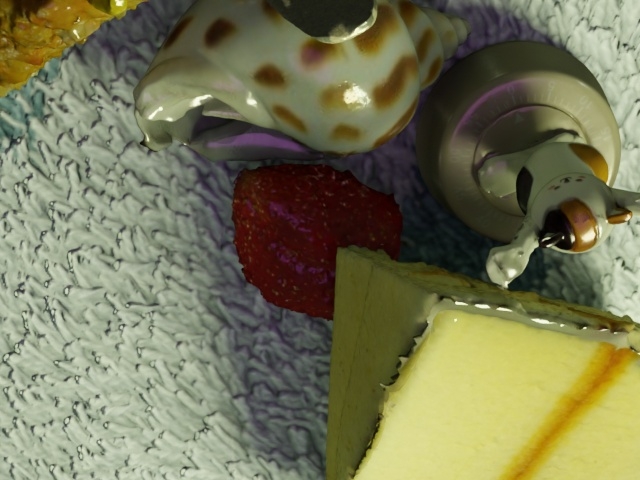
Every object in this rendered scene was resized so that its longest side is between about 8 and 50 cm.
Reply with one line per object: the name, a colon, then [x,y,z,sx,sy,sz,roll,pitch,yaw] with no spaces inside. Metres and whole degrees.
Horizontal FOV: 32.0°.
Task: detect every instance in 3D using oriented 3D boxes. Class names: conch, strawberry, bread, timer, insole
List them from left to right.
insole: [-0.030,-0.237,0.834,0.081,0.247,0.011,-27,152,1]
conch: [-0.009,-0.141,0.894,0.275,0.183,0.148,7,81,-15]
strawberry: [0.000,0.000,0.969,0.146,0.082,0.187,-47,121,4]
bread: [0.163,0.197,0.955,0.346,0.242,0.404,2,107,-23]
timer: [0.179,-0.047,0.876,0.175,0.266,0.175,-1,110,-3]

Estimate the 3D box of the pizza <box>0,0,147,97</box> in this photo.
pizza: [-0.263,-0.237,0.813,0.268,0.087,0.257,-16,117,50]
